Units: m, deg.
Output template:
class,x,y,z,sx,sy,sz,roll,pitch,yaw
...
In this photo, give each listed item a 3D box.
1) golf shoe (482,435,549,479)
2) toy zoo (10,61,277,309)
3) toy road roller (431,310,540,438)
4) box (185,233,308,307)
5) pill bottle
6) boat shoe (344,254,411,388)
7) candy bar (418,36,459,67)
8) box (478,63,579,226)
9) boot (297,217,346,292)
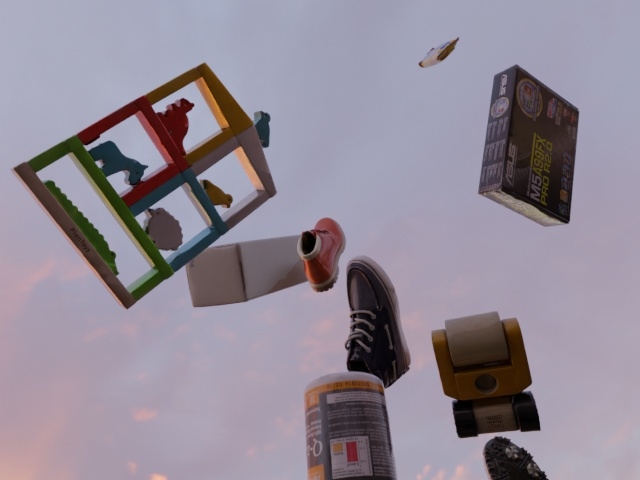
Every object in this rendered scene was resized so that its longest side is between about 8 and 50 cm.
class,x,y,z,sx,sy,sz,roll,pitch,yaw
golf shoe,0.361,0.484,0.864,0.105,0.272,0.120,-23,-18,-27
toy zoo,-0.173,-0.083,0.597,0.293,0.030,0.192,-43,-61,-27
toy road roller,0.414,0.324,1.253,0.203,0.240,0.329,-13,-80,15
box,-0.150,0.060,1.117,0.148,0.311,0.121,-9,-90,26
pill bottle,0.055,0.397,0.896,0.162,0.278,0.162,-3,-35,-2
boat shoe,0.118,0.216,1.217,0.127,0.158,0.340,-15,-80,42
candy bar,0.180,-0.285,0.753,0.018,0.161,0.040,43,-77,-10
box,0.433,-0.187,1.005,0.216,0.270,0.060,21,-16,-28
boot,0.000,0.000,0.809,0.059,0.158,0.084,-15,-53,19
